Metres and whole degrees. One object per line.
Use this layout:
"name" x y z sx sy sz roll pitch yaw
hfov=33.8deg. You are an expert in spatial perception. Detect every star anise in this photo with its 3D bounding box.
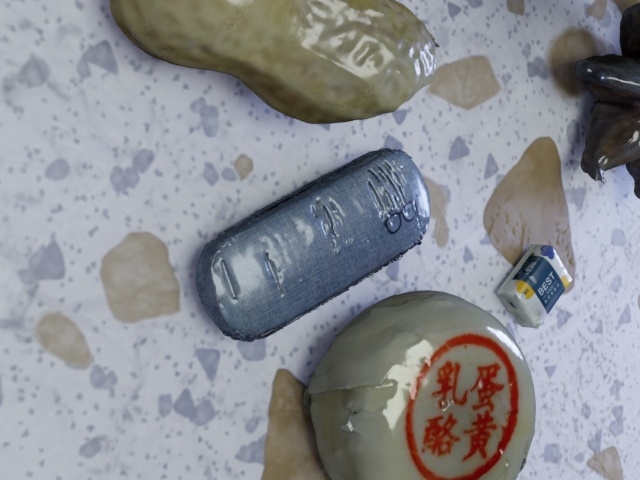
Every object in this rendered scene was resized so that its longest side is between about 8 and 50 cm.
"star anise" 0.414 -0.161 1.304 0.315 0.139 0.359 8 102 -28

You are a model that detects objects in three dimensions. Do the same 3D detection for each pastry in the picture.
"pastry" 0.110 0.177 1.084 0.264 0.133 0.265 -5 99 -35

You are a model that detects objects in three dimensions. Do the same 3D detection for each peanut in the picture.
"peanut" -0.040 -0.194 0.960 0.313 0.149 0.149 17 82 -31

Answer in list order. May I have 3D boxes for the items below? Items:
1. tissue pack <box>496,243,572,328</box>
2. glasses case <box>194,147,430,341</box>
"tissue pack" 0.252 0.054 1.232 0.083 0.042 0.062 -48 119 -24
"glasses case" 0.000 0.000 1.036 0.282 0.067 0.109 -30 106 -32
